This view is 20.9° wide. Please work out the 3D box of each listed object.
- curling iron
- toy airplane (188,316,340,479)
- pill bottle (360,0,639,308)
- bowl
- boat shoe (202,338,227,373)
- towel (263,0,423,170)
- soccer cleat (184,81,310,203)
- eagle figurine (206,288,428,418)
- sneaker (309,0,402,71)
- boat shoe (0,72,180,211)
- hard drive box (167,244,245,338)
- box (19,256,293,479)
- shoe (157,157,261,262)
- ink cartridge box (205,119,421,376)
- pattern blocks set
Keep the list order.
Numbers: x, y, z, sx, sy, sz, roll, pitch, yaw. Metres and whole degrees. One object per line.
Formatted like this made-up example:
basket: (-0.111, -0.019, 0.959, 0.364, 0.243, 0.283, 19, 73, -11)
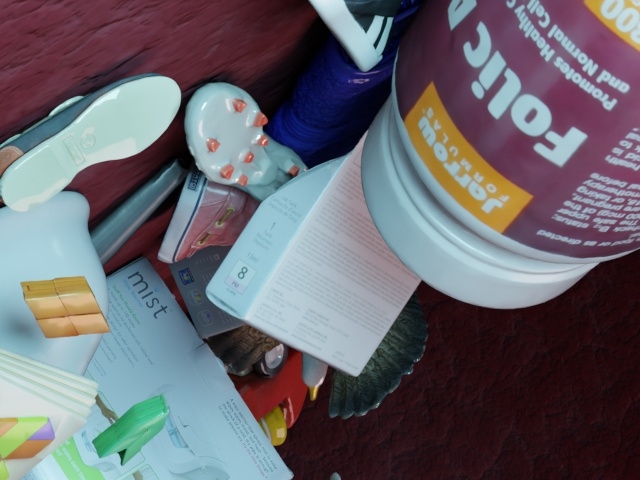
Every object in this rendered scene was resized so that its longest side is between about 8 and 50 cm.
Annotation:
curling iron: (-0.203, 0.018, 1.455, 0.274, 0.035, 0.068, -44, -170, 29)
toy airplane: (-0.160, 0.308, 2.194, 0.384, 0.386, 0.272, -20, 129, 5)
pill bottle: (0.178, -0.122, 1.086, 0.224, 0.224, 0.392, -30, 167, -32)
bowl: (-0.266, 0.100, 1.297, 0.298, 0.134, 0.298, -34, 173, -5)
boat shoe: (-0.242, 0.185, 1.999, 0.306, 0.113, 0.105, -20, 167, 42)
towel: (0.052, -0.138, 1.453, 0.228, 0.076, 0.308, -23, 169, -25)
soccer cleat: (-0.070, -0.075, 1.330, 0.068, 0.076, 0.196, -56, 156, -3)
eagle figurine: (0.001, 0.082, 1.999, 0.226, 0.225, 0.298, -25, -179, 6)
sneaker: (0.047, -0.179, 1.103, 0.121, 0.079, 0.217, -36, 173, 5)
boat shoe: (-0.152, -0.067, 1.093, 0.137, 0.049, 0.043, -35, -145, -17)
hard drive box: (0.000, 0.000, 1.628, 0.181, 0.089, 0.232, -26, -177, -43)
box: (-0.198, 0.188, 1.659, 0.231, 0.262, 0.127, -32, 173, -27)
shoe: (-0.088, -0.014, 1.487, 0.178, 0.081, 0.063, 123, -15, -67)
ink cartridge box: (0.033, -0.016, 1.398, 0.232, 0.066, 0.189, -60, 144, -1)
pattern blocks set: (-0.253, 0.125, 1.163, 0.325, 0.026, 0.285, 16, 123, -42)
